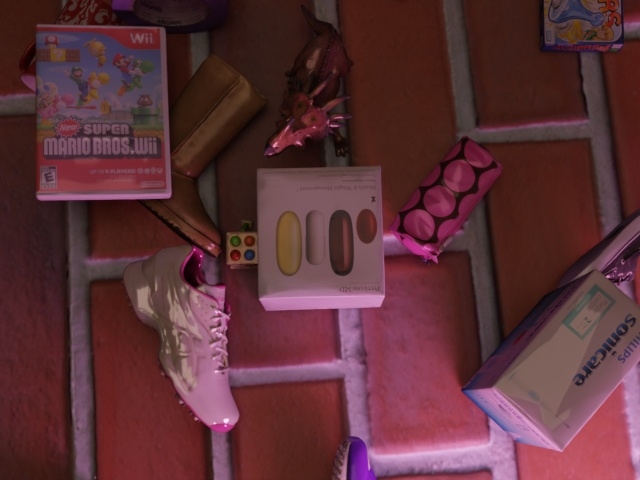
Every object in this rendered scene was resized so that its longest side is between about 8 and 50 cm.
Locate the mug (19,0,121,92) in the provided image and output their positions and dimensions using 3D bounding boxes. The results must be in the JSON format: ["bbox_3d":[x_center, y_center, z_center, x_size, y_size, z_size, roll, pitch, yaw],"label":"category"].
[{"bbox_3d":[-0.425,-0.324,1.456,0.150,0.113,0.169,23,78,3],"label":"mug"}]

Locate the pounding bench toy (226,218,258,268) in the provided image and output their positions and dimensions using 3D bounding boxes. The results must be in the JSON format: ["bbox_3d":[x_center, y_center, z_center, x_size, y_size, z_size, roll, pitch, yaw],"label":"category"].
[{"bbox_3d":[-0.124,0.001,1.415,0.052,0.065,0.083,-1,80,1],"label":"pounding bench toy"}]

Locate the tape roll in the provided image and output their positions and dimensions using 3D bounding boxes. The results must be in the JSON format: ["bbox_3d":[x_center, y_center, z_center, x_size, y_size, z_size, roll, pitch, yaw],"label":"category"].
[{"bbox_3d":[-0.245,-0.412,1.427,0.189,0.189,0.080,-1,79,1],"label":"tape roll"}]

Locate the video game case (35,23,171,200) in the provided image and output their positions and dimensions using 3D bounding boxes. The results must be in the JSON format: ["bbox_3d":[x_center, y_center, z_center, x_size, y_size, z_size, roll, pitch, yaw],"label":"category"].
[{"bbox_3d":[-0.342,-0.204,1.375,0.204,0.025,0.285,-2,77,-12],"label":"video game case"}]

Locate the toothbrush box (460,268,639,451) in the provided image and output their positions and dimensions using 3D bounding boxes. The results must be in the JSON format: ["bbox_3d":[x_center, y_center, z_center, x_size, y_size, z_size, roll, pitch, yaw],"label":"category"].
[{"bbox_3d":[0.335,0.178,1.262,0.126,0.295,0.216,42,84,7],"label":"toothbrush box"}]

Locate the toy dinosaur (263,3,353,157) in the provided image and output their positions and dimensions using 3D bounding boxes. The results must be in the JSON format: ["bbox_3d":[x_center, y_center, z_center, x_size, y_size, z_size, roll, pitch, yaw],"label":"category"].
[{"bbox_3d":[-0.005,-0.255,1.390,0.127,0.200,0.296,7,80,2],"label":"toy dinosaur"}]

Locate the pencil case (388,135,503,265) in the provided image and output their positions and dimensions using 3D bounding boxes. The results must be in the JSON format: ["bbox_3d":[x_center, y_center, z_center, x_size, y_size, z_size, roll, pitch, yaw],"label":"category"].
[{"bbox_3d":[0.208,-0.066,1.411,0.098,0.095,0.209,32,83,41],"label":"pencil case"}]

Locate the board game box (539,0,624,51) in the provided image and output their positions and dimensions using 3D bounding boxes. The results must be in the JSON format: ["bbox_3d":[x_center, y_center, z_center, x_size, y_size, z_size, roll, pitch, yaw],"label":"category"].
[{"bbox_3d":[0.446,-0.424,1.497,0.136,0.035,0.201,1,80,1],"label":"board game box"}]

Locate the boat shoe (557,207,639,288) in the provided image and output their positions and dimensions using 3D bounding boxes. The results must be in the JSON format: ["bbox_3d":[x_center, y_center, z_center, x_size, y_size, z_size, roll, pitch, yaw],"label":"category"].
[{"bbox_3d":[0.473,0.031,1.387,0.228,0.080,0.076,-37,89,-25],"label":"boat shoe"}]

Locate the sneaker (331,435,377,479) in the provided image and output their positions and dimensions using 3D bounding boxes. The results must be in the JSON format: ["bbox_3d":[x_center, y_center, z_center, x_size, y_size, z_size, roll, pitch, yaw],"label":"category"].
[{"bbox_3d":[0.096,0.441,1.325,0.146,0.102,0.293,-5,85,-4],"label":"sneaker"}]

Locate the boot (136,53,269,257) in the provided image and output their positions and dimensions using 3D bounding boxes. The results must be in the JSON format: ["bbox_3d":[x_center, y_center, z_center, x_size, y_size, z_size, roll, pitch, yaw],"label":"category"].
[{"bbox_3d":[-0.180,-0.141,1.431,0.236,0.089,0.269,39,82,7],"label":"boot"}]

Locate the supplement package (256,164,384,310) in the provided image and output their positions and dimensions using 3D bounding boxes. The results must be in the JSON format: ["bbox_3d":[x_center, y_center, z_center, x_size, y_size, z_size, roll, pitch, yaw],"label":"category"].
[{"bbox_3d":[0.000,0.000,1.371,0.194,0.149,0.203,-2,79,0],"label":"supplement package"}]

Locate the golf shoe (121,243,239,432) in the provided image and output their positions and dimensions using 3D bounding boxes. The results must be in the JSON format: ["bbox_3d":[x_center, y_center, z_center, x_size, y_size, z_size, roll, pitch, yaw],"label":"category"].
[{"bbox_3d":[-0.190,0.145,1.357,0.140,0.115,0.306,-30,82,9],"label":"golf shoe"}]
